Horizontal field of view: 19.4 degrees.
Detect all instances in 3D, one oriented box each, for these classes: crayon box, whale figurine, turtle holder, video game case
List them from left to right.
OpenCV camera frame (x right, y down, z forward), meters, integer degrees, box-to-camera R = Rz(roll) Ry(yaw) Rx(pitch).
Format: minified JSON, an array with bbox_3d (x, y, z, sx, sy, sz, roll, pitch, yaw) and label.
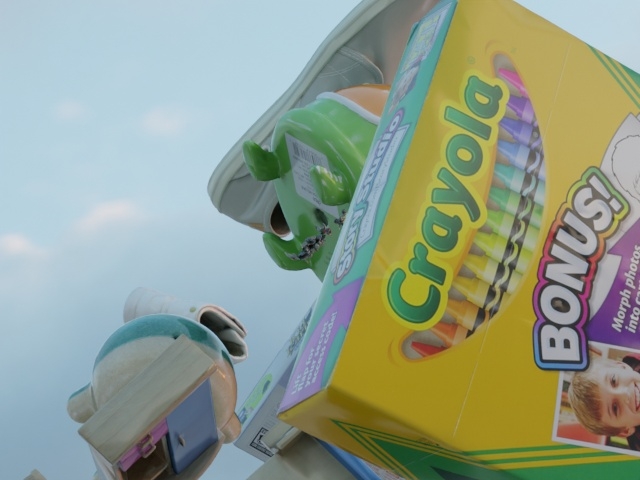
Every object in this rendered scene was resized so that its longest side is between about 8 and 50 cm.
[{"bbox_3d":[-0.203,0.202,2.286,0.216,0.141,0.272,8,-50,-13],"label":"whale figurine"},{"bbox_3d":[0.053,0.221,2.466,0.269,0.061,0.244,32,-83,-22],"label":"video game case"},{"bbox_3d":[0.079,-0.033,2.190,0.227,0.320,0.243,-29,7,-24],"label":"turtle holder"},{"bbox_3d":[0.172,0.030,1.429,0.313,0.363,0.106,28,-28,-17],"label":"crayon box"}]

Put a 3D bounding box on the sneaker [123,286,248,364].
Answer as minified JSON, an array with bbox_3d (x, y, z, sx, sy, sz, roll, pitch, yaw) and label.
[{"bbox_3d":[-0.178,0.194,2.920,0.169,0.108,0.292,9,-34,34],"label":"sneaker"}]

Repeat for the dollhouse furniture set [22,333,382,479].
[{"bbox_3d":[-0.101,0.297,1.755,0.286,0.303,0.198,-43,-21,-19],"label":"dollhouse furniture set"}]

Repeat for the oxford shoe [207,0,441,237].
[{"bbox_3d":[0.036,-0.176,2.401,0.449,0.130,0.169,-49,-19,16],"label":"oxford shoe"}]

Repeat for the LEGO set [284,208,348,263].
[{"bbox_3d":[0.000,0.001,1.944,0.083,0.054,0.023,-26,-70,43],"label":"LEGO set"}]
